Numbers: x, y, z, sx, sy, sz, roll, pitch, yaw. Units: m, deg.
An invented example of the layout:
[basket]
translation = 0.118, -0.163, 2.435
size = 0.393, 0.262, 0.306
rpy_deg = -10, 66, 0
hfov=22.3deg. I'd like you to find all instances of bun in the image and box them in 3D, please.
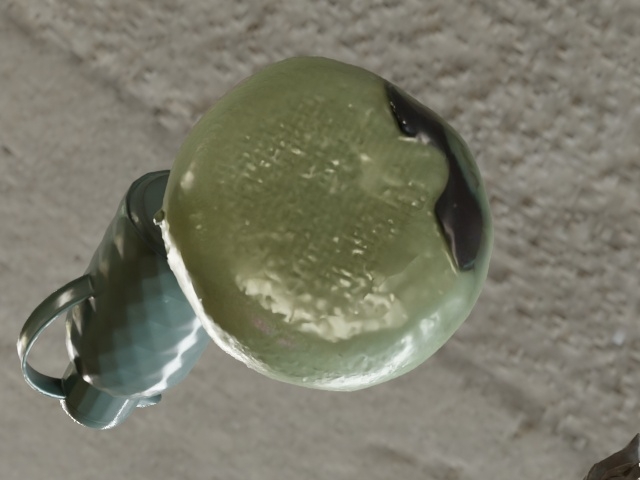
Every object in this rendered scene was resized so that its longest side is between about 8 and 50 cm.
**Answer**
[bun]
translation = 0.000, 0.000, 1.359
size = 0.283, 0.283, 0.179
rpy_deg = 32, 156, 3

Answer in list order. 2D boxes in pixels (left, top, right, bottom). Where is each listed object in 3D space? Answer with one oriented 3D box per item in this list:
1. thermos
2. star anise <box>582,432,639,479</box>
[thermos]
translation = -0.189, 0.074, 1.597
size = 0.182, 0.145, 0.286
rpy_deg = 8, 132, -33
[star anise]
translation = 0.216, 0.263, 1.111
size = 0.109, 0.236, 0.223
rpy_deg = -13, 132, 5
